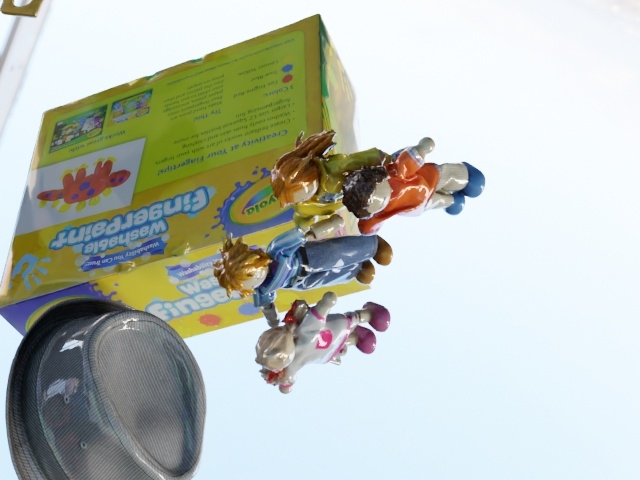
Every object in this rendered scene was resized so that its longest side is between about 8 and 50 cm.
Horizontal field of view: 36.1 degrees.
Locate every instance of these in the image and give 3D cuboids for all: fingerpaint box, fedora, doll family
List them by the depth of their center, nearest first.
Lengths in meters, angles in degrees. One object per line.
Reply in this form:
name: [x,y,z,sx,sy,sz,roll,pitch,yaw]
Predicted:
doll family: [0.000,0.000,0.808,0.163,0.263,0.118,-5,-137,-45]
fedora: [-0.203,0.184,1.050,0.243,0.124,0.276,-10,-99,-46]
fingerpaint box: [-0.170,-0.062,1.304,0.163,0.444,0.371,58,-158,-44]

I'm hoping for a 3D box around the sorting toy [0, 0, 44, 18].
sorting toy: [-0.404,-0.491,1.460,0.195,0.348,0.047,-2,159,15]
